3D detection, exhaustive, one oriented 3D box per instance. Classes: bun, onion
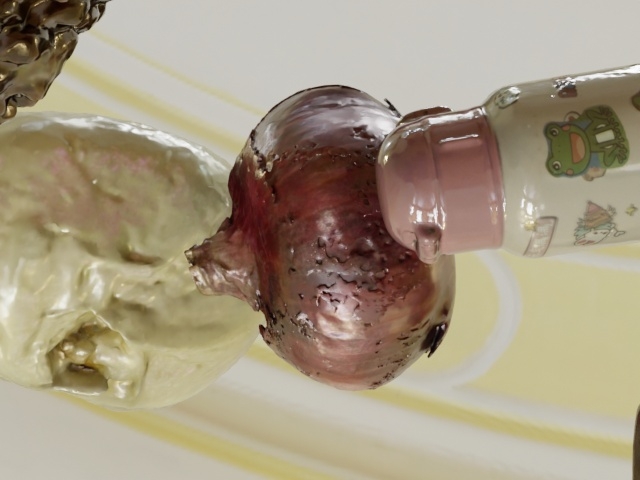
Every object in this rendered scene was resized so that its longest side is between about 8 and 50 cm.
[{"bbox_3d":[-0.223,0.042,1.141,0.361,0.361,0.213,4,-125,-1],"label":"bun"},{"bbox_3d":[0.000,0.000,1.002,0.219,0.252,0.252,-10,-124,-2],"label":"onion"}]

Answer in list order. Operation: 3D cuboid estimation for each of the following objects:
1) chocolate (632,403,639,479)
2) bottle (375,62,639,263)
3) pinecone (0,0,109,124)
[{"bbox_3d":[0.383,0.182,0.959,0.283,0.283,0.186,5,-96,0],"label":"chocolate"},{"bbox_3d":[0.162,-0.051,0.804,0.253,0.120,0.120,-8,-124,0],"label":"bottle"},{"bbox_3d":[-0.203,-0.172,0.508,0.246,0.246,0.292,-23,-91,-18],"label":"pinecone"}]
